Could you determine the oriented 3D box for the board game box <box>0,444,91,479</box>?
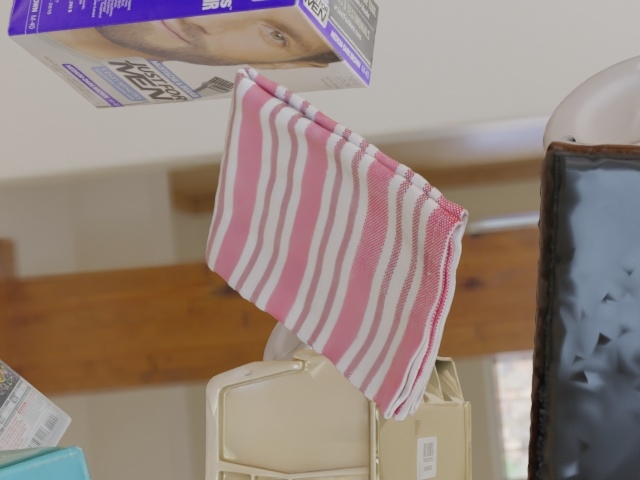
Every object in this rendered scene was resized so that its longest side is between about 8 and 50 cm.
[{"bbox_3d":[-0.244,0.140,0.490,0.254,0.079,0.336,-15,180,-34],"label":"board game box"}]

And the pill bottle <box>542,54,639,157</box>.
[{"bbox_3d":[0.209,-0.004,0.899,0.112,0.186,0.112,-22,-148,15],"label":"pill bottle"}]

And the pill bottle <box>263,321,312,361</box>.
[{"bbox_3d":[0.050,0.152,1.761,0.208,0.119,0.119,35,158,-21],"label":"pill bottle"}]

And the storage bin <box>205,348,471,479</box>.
[{"bbox_3d":[0.021,0.213,1.158,0.123,0.260,0.262,-3,173,20],"label":"storage bin"}]

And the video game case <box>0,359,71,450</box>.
[{"bbox_3d":[-0.376,0.210,1.699,0.173,0.190,0.022,43,137,-16],"label":"video game case"}]

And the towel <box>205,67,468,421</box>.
[{"bbox_3d":[0.000,0.000,0.940,0.029,0.144,0.197,-19,-138,-40],"label":"towel"}]

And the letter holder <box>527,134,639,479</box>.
[{"bbox_3d":[0.148,0.116,0.557,0.152,0.302,0.214,3,-174,9],"label":"letter holder"}]

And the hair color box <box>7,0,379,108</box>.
[{"bbox_3d":[-0.131,-0.229,1.660,0.339,0.110,0.185,-4,158,25],"label":"hair color box"}]
